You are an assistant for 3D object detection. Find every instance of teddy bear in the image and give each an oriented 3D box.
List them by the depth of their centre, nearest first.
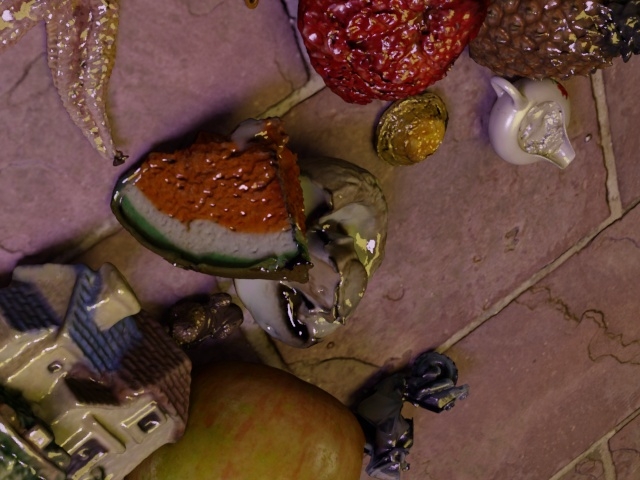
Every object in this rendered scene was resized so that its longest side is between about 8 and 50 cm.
[{"bbox_3d":[-0.179,0.117,1.531,0.119,0.078,0.160,-50,162,29],"label":"teddy bear"}]

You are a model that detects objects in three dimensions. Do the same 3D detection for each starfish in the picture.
[{"bbox_3d":[-0.270,-0.246,1.152,0.398,0.132,0.383,-11,135,-48],"label":"starfish"}]

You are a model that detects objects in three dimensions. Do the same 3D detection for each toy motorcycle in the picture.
[{"bbox_3d":[0.145,0.313,1.863,0.270,0.159,0.106,-32,156,-12],"label":"toy motorcycle"}]

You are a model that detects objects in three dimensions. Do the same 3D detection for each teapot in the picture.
[{"bbox_3d":[0.317,-0.192,1.664,0.145,0.092,0.226,-52,135,3],"label":"teapot"}]

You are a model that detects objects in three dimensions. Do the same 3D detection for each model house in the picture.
[{"bbox_3d":[-0.307,0.186,1.348,0.266,0.261,0.321,-39,140,-10],"label":"model house"}]

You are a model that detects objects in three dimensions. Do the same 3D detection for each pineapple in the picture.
[{"bbox_3d":[0.370,-0.295,1.446,0.202,0.362,0.201,-21,122,-38],"label":"pineapple"}]

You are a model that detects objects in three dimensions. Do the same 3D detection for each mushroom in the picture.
[{"bbox_3d":[-0.006,0.001,1.504,0.164,0.190,0.266,-28,124,-48],"label":"mushroom"}]

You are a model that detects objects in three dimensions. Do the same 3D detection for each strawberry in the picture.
[{"bbox_3d":[0.100,-0.294,1.331,0.274,0.220,0.274,-21,129,-29],"label":"strawberry"}]

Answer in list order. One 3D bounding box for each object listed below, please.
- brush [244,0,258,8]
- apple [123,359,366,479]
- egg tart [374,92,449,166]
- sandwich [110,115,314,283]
[{"bbox_3d":[-0.103,-0.348,1.284,0.043,0.014,0.169,-34,137,-15],"label":"brush"},{"bbox_3d":[-0.110,0.344,1.543,0.340,0.339,0.339,-20,131,-25],"label":"apple"},{"bbox_3d":[0.139,-0.160,1.581,0.130,0.052,0.130,-19,132,-22],"label":"egg tart"},{"bbox_3d":[-0.121,-0.047,1.355,0.109,0.292,0.212,29,61,-64],"label":"sandwich"}]
